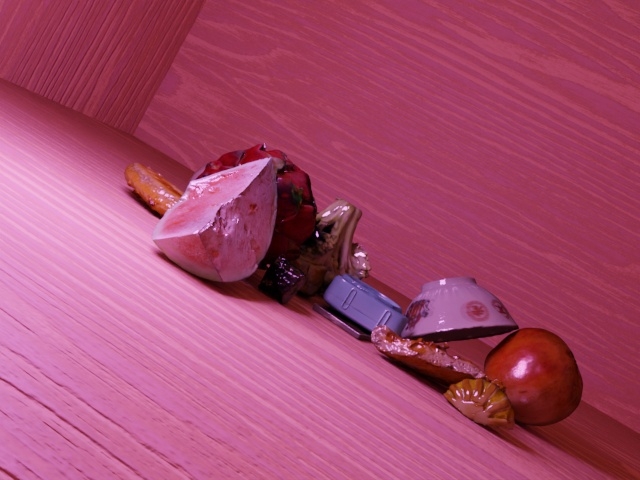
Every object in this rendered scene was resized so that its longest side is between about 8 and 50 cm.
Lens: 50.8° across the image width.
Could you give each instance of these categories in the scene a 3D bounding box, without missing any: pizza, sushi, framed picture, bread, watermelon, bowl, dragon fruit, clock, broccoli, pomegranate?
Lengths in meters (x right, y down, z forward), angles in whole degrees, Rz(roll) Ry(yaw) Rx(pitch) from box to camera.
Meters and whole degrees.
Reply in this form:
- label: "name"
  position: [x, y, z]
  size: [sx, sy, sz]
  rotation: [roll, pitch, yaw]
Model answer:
- label: "pizza"
  position: [0.285, 0.291, 1.571]
  size: [0.365, 0.073, 0.182]
  rotation: [25, -20, -1]
- label: "sushi"
  position: [-0.085, 0.092, 1.543]
  size: [0.084, 0.094, 0.098]
  rotation: [34, -12, 11]
- label: "framed picture"
  position: [0.079, 0.216, 1.734]
  size: [0.150, 0.015, 0.203]
  rotation: [32, 3, 27]
- label: "pizza"
  position: [-0.416, -0.111, 1.827]
  size: [0.335, 0.086, 0.226]
  rotation: [34, 1, 39]
- label: "bread"
  position: [-0.034, 0.098, 1.784]
  size: [0.156, 0.103, 0.110]
  rotation: [20, 3, -32]
- label: "watermelon"
  position: [-0.193, -0.049, 1.390]
  size: [0.224, 0.180, 0.305]
  rotation: [35, 45, -2]
- label: "bowl"
  position: [0.360, 0.190, 1.849]
  size: [0.337, 0.157, 0.337]
  rotation: [-6, -14, -2]
- label: "dragon fruit"
  position: [-0.163, -0.078, 1.636]
  size: [0.329, 0.329, 0.329]
  rotation: [30, 3, -2]
- label: "clock"
  position: [0.121, 0.171, 1.820]
  size: [0.224, 0.094, 0.274]
  rotation: [32, 4, 1]
- label: "broccoli"
  position: [0.009, 0.005, 1.986]
  size: [0.348, 0.281, 0.293]
  rotation: [32, 1, -4]
- label: "pomegranate"
  position: [0.532, 0.357, 1.746]
  size: [0.229, 0.270, 0.252]
  rotation: [55, 27, -22]
- label: "bread"
  position: [0.354, 0.350, 1.456]
  size: [0.157, 0.094, 0.083]
  rotation: [40, 3, 25]

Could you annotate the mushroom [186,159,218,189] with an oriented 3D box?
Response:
- label: "mushroom"
  position: [-0.254, -0.122, 2.194]
  size: [0.362, 0.294, 0.362]
  rotation: [0, 8, 0]
